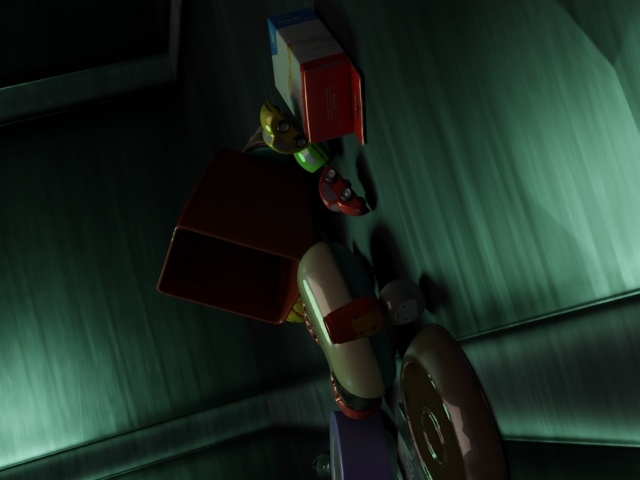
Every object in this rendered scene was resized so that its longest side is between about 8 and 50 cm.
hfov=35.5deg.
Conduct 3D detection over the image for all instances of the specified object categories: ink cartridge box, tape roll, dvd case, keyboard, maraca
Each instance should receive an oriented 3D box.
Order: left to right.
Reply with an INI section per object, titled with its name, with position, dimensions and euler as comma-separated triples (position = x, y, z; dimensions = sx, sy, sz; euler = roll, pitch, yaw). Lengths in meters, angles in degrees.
[maraca]
position = -0.049, 0.112, 2.150
dimensions = 0.127, 0.099, 0.185
euler = 40, 147, 4
[ink cartridge box]
position = -0.007, -0.248, 1.558
dimensions = 0.231, 0.078, 0.134
euler = -119, 18, -47
[keyboard]
position = 0.000, 0.000, 2.000
dimensions = 0.256, 0.014, 0.072
euler = -123, 27, -55
[tape roll]
position = 0.075, 0.456, 1.883
dimensions = 0.275, 0.090, 0.274
euler = 177, 90, -86
[dvd case]
position = 0.167, 0.405, 1.708
dimensions = 0.164, 0.018, 0.221
euler = -118, 17, -46

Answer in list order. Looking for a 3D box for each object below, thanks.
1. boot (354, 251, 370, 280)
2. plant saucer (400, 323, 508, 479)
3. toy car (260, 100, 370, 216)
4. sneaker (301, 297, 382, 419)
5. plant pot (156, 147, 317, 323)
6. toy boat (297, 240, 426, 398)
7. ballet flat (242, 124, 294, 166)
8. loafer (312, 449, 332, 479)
[boot]
position = 0.057, 0.073, 1.754
dimensions = 0.099, 0.045, 0.121
euler = -132, 27, -53
[plant saucer]
position = 0.180, 0.274, 1.426
dimensions = 0.310, 0.050, 0.310
euler = 164, 90, -78
[toy car]
position = -0.016, -0.133, 1.652
dimensions = 0.239, 0.053, 0.225
euler = 47, -171, -7
[sneaker]
position = 0.044, 0.182, 1.811
dimensions = 0.135, 0.098, 0.276
euler = 105, 146, -68
[plant pot]
position = -0.150, -0.023, 1.972
dimensions = 0.267, 0.267, 0.235
euler = 120, 163, -56
[toy boat]
position = 0.068, 0.115, 1.552
dimensions = 0.318, 0.148, 0.267
euler = 139, 109, -83
[ballet flat]
position = -0.110, -0.180, 2.079
dimensions = 0.316, 0.108, 0.106
euler = 120, 159, -71
[loafer]
position = 0.031, 0.535, 2.345
dimensions = 0.223, 0.078, 0.076
euler = 152, 103, -78
